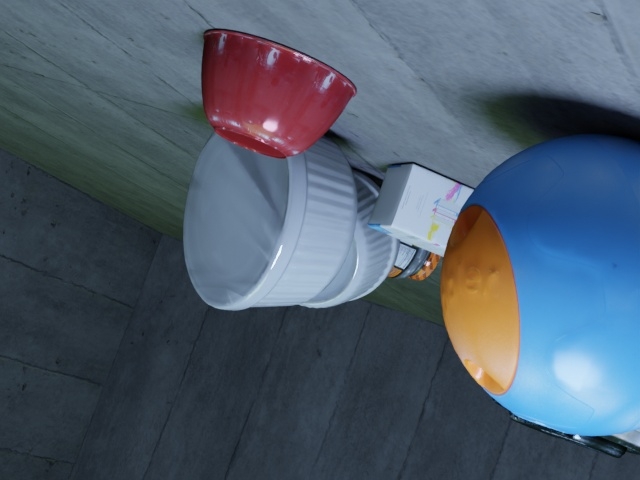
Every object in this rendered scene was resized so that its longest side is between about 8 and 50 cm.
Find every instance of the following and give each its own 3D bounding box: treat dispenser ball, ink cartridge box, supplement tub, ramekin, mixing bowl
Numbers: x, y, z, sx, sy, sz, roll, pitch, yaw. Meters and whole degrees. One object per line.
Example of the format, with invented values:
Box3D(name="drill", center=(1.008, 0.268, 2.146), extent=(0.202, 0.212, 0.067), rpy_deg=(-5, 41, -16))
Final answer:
Box3D(name="treat dispenser ball", center=(0.259, 0.042, 1.372), extent=(0.288, 0.288, 0.288), rpy_deg=(20, 174, 2))
Box3D(name="ink cartridge box", center=(0.154, -0.035, 1.920), extent=(0.143, 0.090, 0.092), rpy_deg=(21, 174, -18))
Box3D(name="supplement tub", center=(0.088, -0.013, 2.196), extent=(0.190, 0.117, 0.117), rpy_deg=(23, 173, -23))
Box3D(name="ramekin", center=(0.000, 0.000, 2.067), extent=(0.207, 0.207, 0.109), rpy_deg=(18, -159, 20))
Box3D(name="ramekin", center=(-0.062, -0.036, 1.890), extent=(0.127, 0.273, 0.273), rpy_deg=(10, 180, -33))
Box3D(name="mixing bowl", center=(-0.061, -0.152, 1.582), extent=(0.181, 0.098, 0.181), rpy_deg=(20, 173, 3))

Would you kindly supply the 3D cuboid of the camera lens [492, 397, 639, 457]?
Box3D(name="camera lens", center=(0.342, 0.113, 1.750), extent=(0.219, 0.274, 0.219), rpy_deg=(20, 173, 2))
